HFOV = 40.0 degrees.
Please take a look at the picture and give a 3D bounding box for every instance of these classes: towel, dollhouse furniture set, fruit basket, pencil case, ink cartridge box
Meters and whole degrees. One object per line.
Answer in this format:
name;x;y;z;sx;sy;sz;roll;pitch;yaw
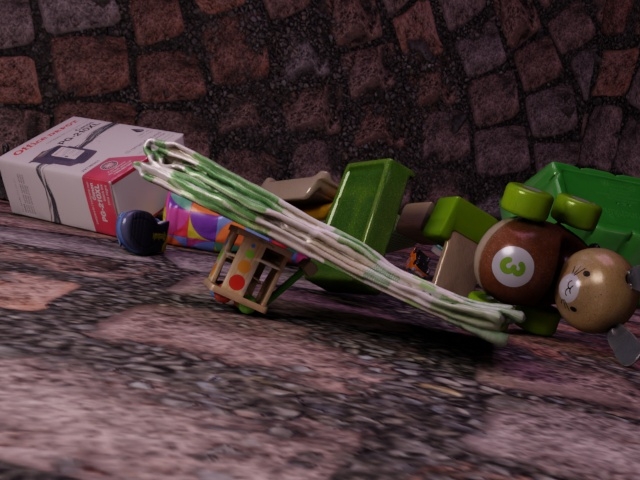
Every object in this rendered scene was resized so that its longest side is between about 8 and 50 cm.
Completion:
towel;0.015;0.007;0.777;0.324;0.038;0.248;25;-2;8
dollhouse furniture set;0.046;0.014;1.127;0.197;0.151;0.301;26;-15;-31
fruit basket;0.547;0.021;1.866;0.391;0.283;0.392;0;-39;0
pencil case;-0.115;-0.024;1.311;0.236;0.105;0.104;10;3;-5
ink cartridge box;-0.344;-0.103;1.349;0.237;0.100;0.172;12;35;29

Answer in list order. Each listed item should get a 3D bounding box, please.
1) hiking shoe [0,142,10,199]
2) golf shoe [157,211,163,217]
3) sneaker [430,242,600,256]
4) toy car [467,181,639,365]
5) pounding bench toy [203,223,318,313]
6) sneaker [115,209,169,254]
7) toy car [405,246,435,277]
hiking shoe;-0.509;-0.119;1.613;0.226;0.114;0.086;11;4;19
golf shoe;-0.305;-0.087;1.939;0.140;0.115;0.306;22;12;14
sneaker;0.350;0.019;1.559;0.302;0.121;0.108;15;5;-5
toy car;0.262;0.046;0.896;0.148;0.155;0.188;8;16;-33
pounding bench toy;-0.051;0.033;0.763;0.083;0.065;0.052;25;-2;-15
sneaker;-0.234;-0.010;1.104;0.059;0.053;0.144;11;-5;6
toy car;0.193;0.058;1.545;0.122;0.060;0.040;28;-53;-36
